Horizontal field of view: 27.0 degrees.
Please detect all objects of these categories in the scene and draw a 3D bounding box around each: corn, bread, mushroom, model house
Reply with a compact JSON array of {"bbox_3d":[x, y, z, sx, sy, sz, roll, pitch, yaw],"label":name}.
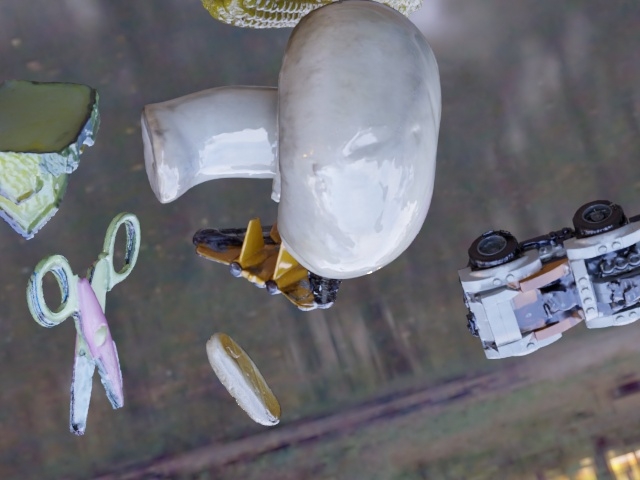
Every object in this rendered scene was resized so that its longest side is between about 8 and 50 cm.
[{"bbox_3d":[-0.005,-0.332,1.697,0.344,0.131,0.131,-7,164,-45],"label":"corn"},{"bbox_3d":[-0.134,0.234,2.244,0.053,0.073,0.214,-17,124,26],"label":"bread"},{"bbox_3d":[0.012,-0.106,1.476,0.356,0.315,0.315,-22,174,-47],"label":"mushroom"},{"bbox_3d":[-0.438,-0.117,2.125,0.170,0.194,0.211,2,130,0],"label":"model house"}]

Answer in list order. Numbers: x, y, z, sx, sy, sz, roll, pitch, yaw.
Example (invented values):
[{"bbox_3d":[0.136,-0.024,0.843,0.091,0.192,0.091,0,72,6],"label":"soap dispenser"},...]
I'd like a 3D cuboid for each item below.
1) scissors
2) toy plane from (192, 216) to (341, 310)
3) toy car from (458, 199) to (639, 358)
[{"bbox_3d":[-0.191,0.077,1.112,0.020,0.187,0.133,18,-147,28],"label":"scissors"},{"bbox_3d":[-0.004,0.011,1.708,0.316,0.204,0.103,-13,125,-59],"label":"toy plane"},{"bbox_3d":[0.344,0.056,1.855,0.301,0.118,0.193,-15,125,8],"label":"toy car"}]
